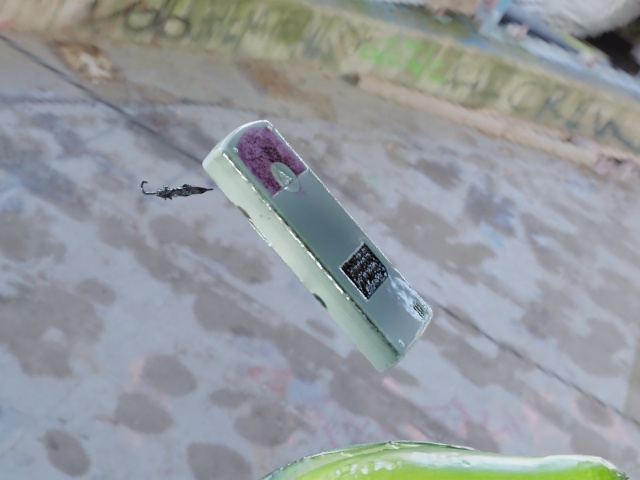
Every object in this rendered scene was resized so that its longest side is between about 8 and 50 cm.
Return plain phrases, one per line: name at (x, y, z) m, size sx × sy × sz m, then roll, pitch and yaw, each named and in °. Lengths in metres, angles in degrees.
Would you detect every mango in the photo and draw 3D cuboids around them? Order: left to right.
mango at (0.073, 0.177, 0.720) m, size 0.232 × 0.111 × 0.125 m, roll -10°, pitch 8°, yaw -3°

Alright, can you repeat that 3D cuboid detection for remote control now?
remote control at (-0.001, 0.001, 1.470) m, size 0.344 × 0.050 × 0.145 m, roll 49°, pitch 29°, yaw 0°

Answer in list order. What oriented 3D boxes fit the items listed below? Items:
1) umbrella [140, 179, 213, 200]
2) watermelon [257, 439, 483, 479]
umbrella at (-0.160, -0.054, 1.348) m, size 0.122 × 0.013 × 0.022 m, roll 1°, pitch 79°, yaw -55°
watermelon at (-0.033, 0.295, 1.025) m, size 0.222 × 0.319 × 0.292 m, roll 27°, pitch 67°, yaw -30°
